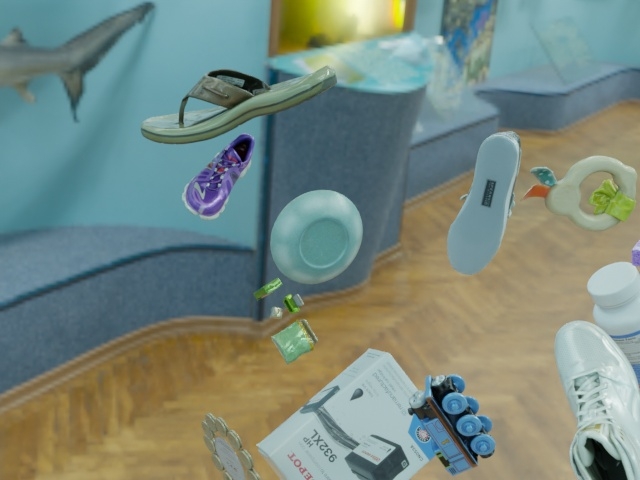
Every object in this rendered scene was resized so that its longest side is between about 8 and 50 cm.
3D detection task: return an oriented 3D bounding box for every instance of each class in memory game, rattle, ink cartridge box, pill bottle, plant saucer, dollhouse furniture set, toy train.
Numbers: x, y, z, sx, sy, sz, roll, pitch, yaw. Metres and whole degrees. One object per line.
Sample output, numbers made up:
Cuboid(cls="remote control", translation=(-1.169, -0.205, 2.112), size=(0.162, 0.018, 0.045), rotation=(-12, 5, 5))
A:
Cuboid(cls="memory game", translation=(-0.156, 0.387, 1.787), size=(0.012, 0.186, 0.186), rotation=(-27, 33, -27))
Cuboid(cls="rattle", translation=(0.412, -0.092, 1.685), size=(0.199, 0.130, 0.143), rotation=(-1, 32, -5))
Cuboid(cls="ink cartridge box", translation=(0.067, 0.395, 1.977), size=(0.307, 0.223, 0.129), rotation=(-39, 7, -13))
Cuboid(cls="pill bottle", translation=(0.561, 0.150, 1.798), size=(0.124, 0.222, 0.124), rotation=(-27, 23, 12))
Cuboid(cls="plant saucer", translation=(0.000, 0.000, 1.962), size=(0.194, 0.195, 0.037), rotation=(-4, 21, -22))
Cuboid(cls="dollhouse furniture set", translation=(-0.060, 0.146, 1.871), size=(0.076, 0.152, 0.058), rotation=(-30, -1, -30))
Cuboid(cls="toy train", translation=(0.222, 0.310, 1.717), size=(0.105, 0.184, 0.080), rotation=(-29, 22, 17))

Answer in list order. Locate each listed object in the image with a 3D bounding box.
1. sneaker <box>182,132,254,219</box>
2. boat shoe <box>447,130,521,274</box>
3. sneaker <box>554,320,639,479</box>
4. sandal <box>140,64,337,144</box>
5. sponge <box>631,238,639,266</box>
Cuboid(cls="sneaker", translation=(-0.152, -0.104, 1.532), size=(0.068, 0.071, 0.170), rotation=(30, 53, -4))
Cuboid(cls="boat shoe", translation=(0.344, -0.079, 2.092), size=(0.113, 0.307, 0.105), rotation=(15, 19, 20))
Cuboid(cls="sneaker", translation=(0.400, 0.246, 1.440), size=(0.108, 0.293, 0.169), rotation=(-26, -19, 21))
Cuboid(cls="sandal", translation=(-0.124, -0.216, 1.487), size=(0.302, 0.086, 0.120), rotation=(-17, 18, 13))
Cuboid(cls="sponge", translation=(0.550, 0.008, 1.404), size=(0.210, 0.031, 0.117), rotation=(6, 28, 35))
